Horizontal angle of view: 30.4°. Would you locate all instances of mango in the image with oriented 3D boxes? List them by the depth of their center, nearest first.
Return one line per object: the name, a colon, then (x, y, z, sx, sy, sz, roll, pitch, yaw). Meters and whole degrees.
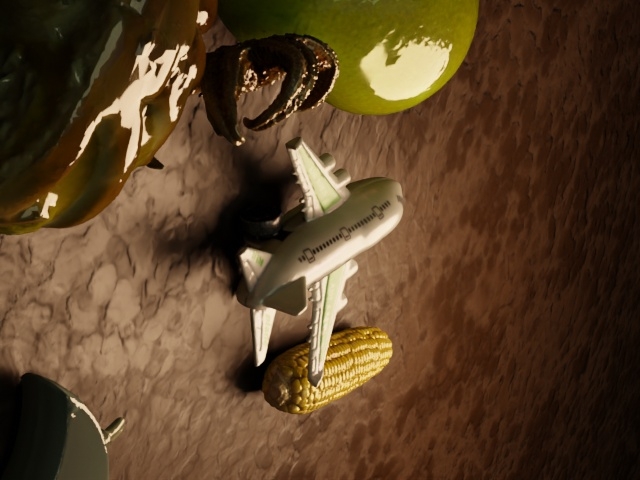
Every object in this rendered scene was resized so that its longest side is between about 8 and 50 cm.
mango: (0.037, -0.209, 1.009, 0.185, 0.149, 0.273, -51, 146, 9)

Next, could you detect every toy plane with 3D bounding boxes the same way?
toy plane: (-0.004, -0.001, 1.099, 0.255, 0.101, 0.251, -43, 137, -46)

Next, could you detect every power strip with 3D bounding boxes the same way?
power strip: (-0.234, 0.213, 0.876, 0.253, 0.054, 0.167, -52, 145, -31)

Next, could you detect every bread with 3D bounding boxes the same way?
bread: (-0.161, -0.168, 0.712, 0.333, 0.160, 0.333, -36, 135, -48)

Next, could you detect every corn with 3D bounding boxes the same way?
corn: (0.010, 0.131, 1.214, 0.206, 0.067, 0.067, -14, 116, -58)

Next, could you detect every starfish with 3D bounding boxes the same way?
starfish: (-0.066, -0.106, 0.871, 0.190, 0.146, 0.074, -52, 129, -71)
